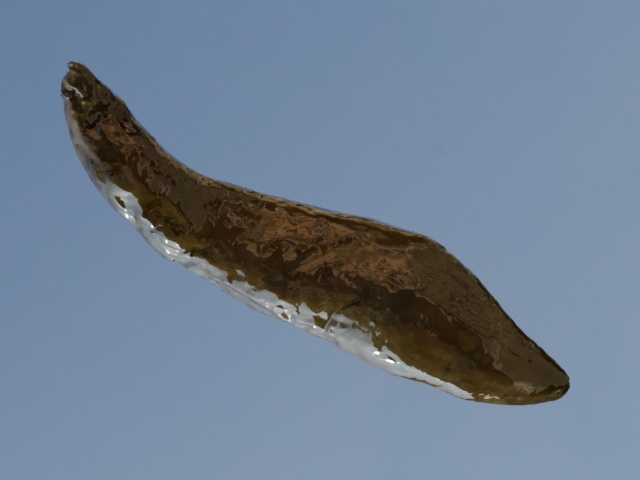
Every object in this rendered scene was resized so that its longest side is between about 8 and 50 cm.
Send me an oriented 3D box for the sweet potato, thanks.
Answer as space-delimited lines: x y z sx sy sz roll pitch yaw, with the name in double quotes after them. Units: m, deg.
-0.004 0.004 0.460 0.153 0.041 0.038 30 -144 -5 "sweet potato"
